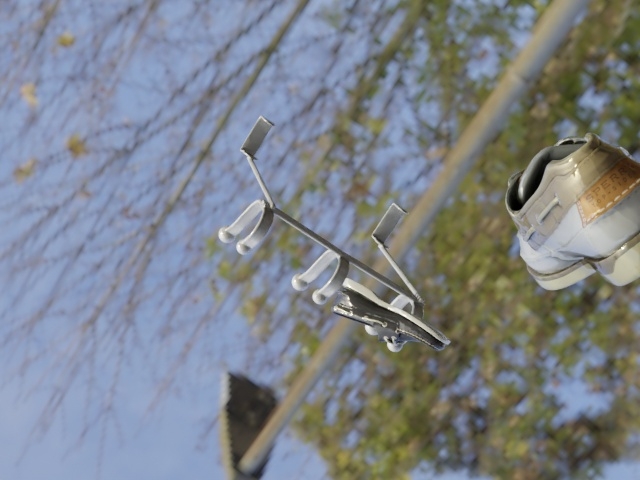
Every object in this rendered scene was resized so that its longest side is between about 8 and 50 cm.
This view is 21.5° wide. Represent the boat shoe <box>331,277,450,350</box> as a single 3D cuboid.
[{"bbox_3d":[0.064,0.077,1.574,0.125,0.038,0.046,29,177,27],"label":"boat shoe"}]

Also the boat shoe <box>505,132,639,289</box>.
[{"bbox_3d":[0.205,-0.031,1.322,0.103,0.113,0.302,50,172,-3],"label":"boat shoe"}]

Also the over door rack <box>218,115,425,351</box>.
[{"bbox_3d":[0.000,0.000,2.071,0.239,0.108,0.324,33,-161,-16],"label":"over door rack"}]
